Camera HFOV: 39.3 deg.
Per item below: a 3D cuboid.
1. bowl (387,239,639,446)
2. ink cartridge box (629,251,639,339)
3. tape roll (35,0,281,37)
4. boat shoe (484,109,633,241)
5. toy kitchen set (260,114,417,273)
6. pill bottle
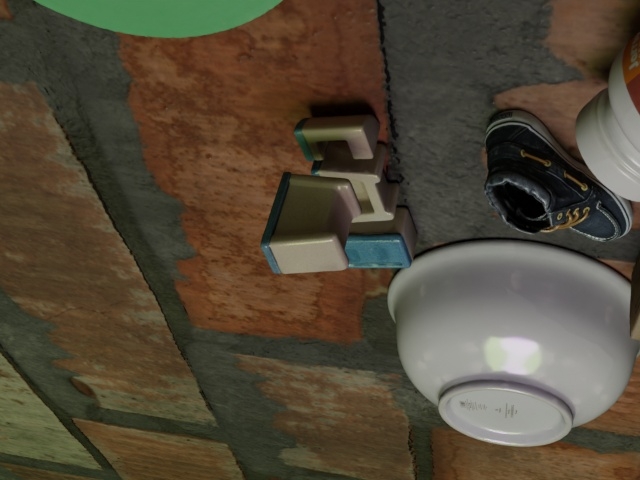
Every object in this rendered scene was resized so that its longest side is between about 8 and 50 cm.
[{"bbox_3d":[0.210,0.137,0.990,0.297,0.134,0.298,10,145,7],"label":"bowl"},{"bbox_3d":[0.388,0.009,0.777,0.193,0.088,0.235,8,145,13],"label":"ink cartridge box"},{"bbox_3d":[-0.137,-0.277,0.579,0.321,0.077,0.321,10,146,7],"label":"tape roll"},{"bbox_3d":[0.208,-0.030,0.792,0.183,0.083,0.065,34,142,-26],"label":"boat shoe"},{"bbox_3d":[0.000,0.000,0.842,0.122,0.166,0.207,0,143,21],"label":"toy kitchen set"},{"bbox_3d":[0.278,-0.116,0.608,0.121,0.121,0.216,25,145,-14],"label":"pill bottle"}]
